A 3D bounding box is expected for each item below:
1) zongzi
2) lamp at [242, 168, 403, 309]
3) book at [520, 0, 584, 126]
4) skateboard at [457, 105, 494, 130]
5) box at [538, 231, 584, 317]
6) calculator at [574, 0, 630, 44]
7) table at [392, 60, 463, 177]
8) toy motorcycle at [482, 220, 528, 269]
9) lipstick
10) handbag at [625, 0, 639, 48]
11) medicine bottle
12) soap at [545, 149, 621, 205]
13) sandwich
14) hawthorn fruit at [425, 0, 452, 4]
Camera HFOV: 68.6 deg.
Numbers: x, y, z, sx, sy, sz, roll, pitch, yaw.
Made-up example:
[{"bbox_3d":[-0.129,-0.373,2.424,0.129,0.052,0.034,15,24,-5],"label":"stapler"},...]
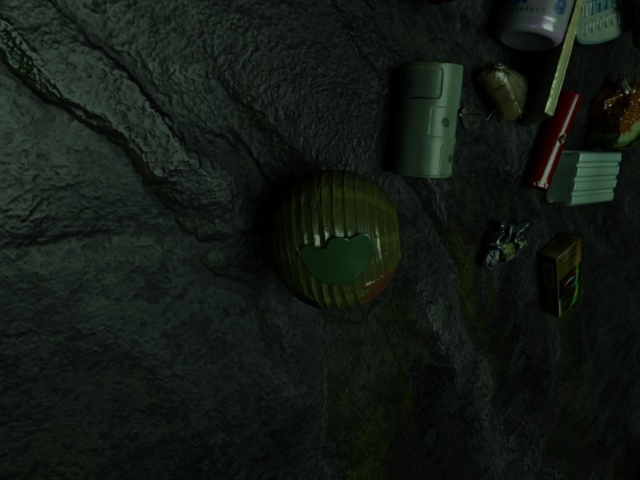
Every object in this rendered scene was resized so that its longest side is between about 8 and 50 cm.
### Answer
[{"bbox_3d":[0.455,-0.397,1.134,0.160,0.079,0.176,46,65,-36],"label":"zongzi"},{"bbox_3d":[0.000,0.000,0.823,0.285,0.250,0.250,-5,112,7],"label":"lamp"},{"bbox_3d":[0.565,-0.435,1.151,0.026,0.201,0.289,14,98,5],"label":"book"},{"bbox_3d":[0.364,-0.279,1.091,0.032,0.083,0.063,-48,127,-16],"label":"skateboard"},{"bbox_3d":[0.788,0.111,1.534,0.159,0.071,0.240,-35,122,-27],"label":"box"},{"bbox_3d":[0.811,-0.698,1.318,0.387,0.054,0.255,-28,119,-26],"label":"calculator"},{"bbox_3d":[0.218,-0.244,0.967,0.127,0.126,0.219,-8,107,-35],"label":"table"},{"bbox_3d":[0.513,-0.003,1.301,0.194,0.061,0.124,-24,114,-28],"label":"toy motorcycle"},{"bbox_3d":[0.648,-0.276,1.313,0.073,0.073,0.279,14,96,-39],"label":"lipstick"},{"bbox_3d":[0.903,-0.715,1.297,0.191,0.075,0.332,-48,127,-12],"label":"handbag"},{"bbox_3d":[0.502,-0.577,1.061,0.152,0.152,0.254,8,100,-38],"label":"medicine bottle"},{"bbox_3d":[0.813,-0.196,1.448,0.266,0.088,0.159,-8,108,-35],"label":"soap"},{"bbox_3d":[0.938,-0.388,1.477,0.292,0.109,0.212,-51,119,-19],"label":"sandwich"},{"bbox_3d":[0.248,-0.534,0.872,0.235,0.181,0.181,4,101,-38],"label":"hawthorn fruit"}]
